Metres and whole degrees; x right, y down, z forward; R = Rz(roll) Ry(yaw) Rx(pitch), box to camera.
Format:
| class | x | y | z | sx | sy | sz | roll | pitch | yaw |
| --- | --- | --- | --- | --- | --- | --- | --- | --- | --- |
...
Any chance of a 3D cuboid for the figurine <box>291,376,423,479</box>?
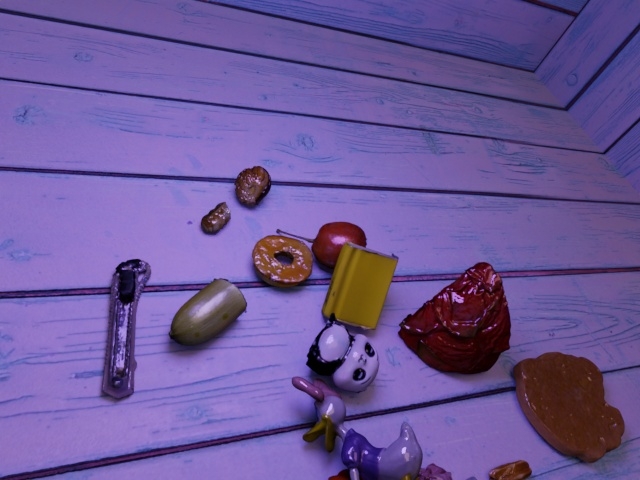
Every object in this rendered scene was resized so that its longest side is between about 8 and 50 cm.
| class | x | y | z | sx | sy | sz | roll | pitch | yaw |
| --- | --- | --- | --- | --- | --- | --- | --- | --- | --- |
| figurine | 0.098 | 0.454 | 0.955 | 0.421 | 0.154 | 0.193 | 25 | 83 | 31 |

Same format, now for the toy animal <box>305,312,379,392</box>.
| class | x | y | z | sx | sy | sz | roll | pitch | yaw |
| --- | --- | --- | --- | --- | --- | --- | --- | --- | --- |
| toy animal | 0.067 | 0.289 | 1.124 | 0.179 | 0.138 | 0.166 | 31 | 63 | 9 |

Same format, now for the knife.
| class | x | y | z | sx | sy | sz | roll | pitch | yaw |
| --- | --- | --- | --- | --- | --- | --- | --- | --- | --- |
| knife | -0.456 | 0.188 | 1.042 | 0.089 | 0.043 | 0.365 | 4 | 52 | -20 |

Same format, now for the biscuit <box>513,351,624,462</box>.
| class | x | y | z | sx | sy | sz | roll | pitch | yaw |
| --- | --- | --- | --- | --- | --- | --- | --- | --- | --- |
| biscuit | 0.743 | 0.483 | 1.319 | 0.351 | 0.057 | 0.312 | -9 | 57 | -28 |

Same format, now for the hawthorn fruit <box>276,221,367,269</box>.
| class | x | y | z | sx | sy | sz | roll | pitch | yaw |
| --- | --- | --- | --- | --- | --- | --- | --- | --- | --- |
| hawthorn fruit | 0.000 | 0.000 | 1.336 | 0.285 | 0.165 | 0.165 | 15 | 47 | 2 |

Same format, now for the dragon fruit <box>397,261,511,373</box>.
| class | x | y | z | sx | sy | sz | roll | pitch | yaw |
| --- | --- | --- | --- | --- | --- | --- | --- | --- | --- |
| dragon fruit | 0.386 | 0.195 | 1.266 | 0.302 | 0.330 | 0.240 | 7 | 28 | -16 |

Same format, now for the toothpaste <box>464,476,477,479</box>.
| class | x | y | z | sx | sy | sz | roll | pitch | yaw |
| --- | --- | --- | --- | --- | --- | --- | --- | --- | --- |
| toothpaste | 0.426 | 0.681 | 1.024 | 0.096 | 0.061 | 0.266 | -27 | 73 | -39 |

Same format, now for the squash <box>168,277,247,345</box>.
| class | x | y | z | sx | sy | sz | roll | pitch | yaw |
| --- | --- | --- | --- | --- | --- | --- | --- | --- | --- |
| squash | -0.283 | 0.181 | 1.074 | 0.123 | 0.123 | 0.187 | 41 | 47 | 12 |

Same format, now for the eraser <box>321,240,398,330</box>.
| class | x | y | z | sx | sy | sz | roll | pitch | yaw |
| --- | --- | --- | --- | --- | --- | --- | --- | --- | --- |
| eraser | 0.109 | 0.127 | 1.237 | 0.158 | 0.226 | 0.069 | 16 | 5 | -13 |

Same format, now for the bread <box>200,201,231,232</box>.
| class | x | y | z | sx | sy | sz | roll | pitch | yaw |
| --- | --- | --- | --- | --- | --- | --- | --- | --- | --- |
| bread | -0.306 | -0.065 | 1.307 | 0.066 | 0.060 | 0.110 | 22 | 44 | 16 |

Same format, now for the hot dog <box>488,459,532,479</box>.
| class | x | y | z | sx | sy | sz | roll | pitch | yaw |
| --- | --- | --- | --- | --- | --- | --- | --- | --- | --- |
| hot dog | 0.481 | 0.598 | 1.124 | 0.133 | 0.041 | 0.056 | -7 | 55 | -19 |

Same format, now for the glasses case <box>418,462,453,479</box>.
| class | x | y | z | sx | sy | sz | roll | pitch | yaw |
| --- | --- | --- | --- | --- | --- | --- | --- | --- | --- |
| glasses case | 0.238 | 0.552 | 1.028 | 0.193 | 0.070 | 0.102 | 14 | 48 | -13 |

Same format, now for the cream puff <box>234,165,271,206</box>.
| class | x | y | z | sx | sy | sz | roll | pitch | yaw |
| --- | --- | --- | --- | --- | --- | --- | --- | --- | --- |
| cream puff | -0.217 | -0.176 | 1.397 | 0.104 | 0.119 | 0.133 | 43 | 72 | -35 |

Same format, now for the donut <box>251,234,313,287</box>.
| class | x | y | z | sx | sy | sz | roll | pitch | yaw |
| --- | --- | --- | --- | --- | --- | --- | --- | --- | --- |
| donut | -0.112 | 0.064 | 1.275 | 0.178 | 0.065 | 0.162 | 17 | 53 | -6 |
